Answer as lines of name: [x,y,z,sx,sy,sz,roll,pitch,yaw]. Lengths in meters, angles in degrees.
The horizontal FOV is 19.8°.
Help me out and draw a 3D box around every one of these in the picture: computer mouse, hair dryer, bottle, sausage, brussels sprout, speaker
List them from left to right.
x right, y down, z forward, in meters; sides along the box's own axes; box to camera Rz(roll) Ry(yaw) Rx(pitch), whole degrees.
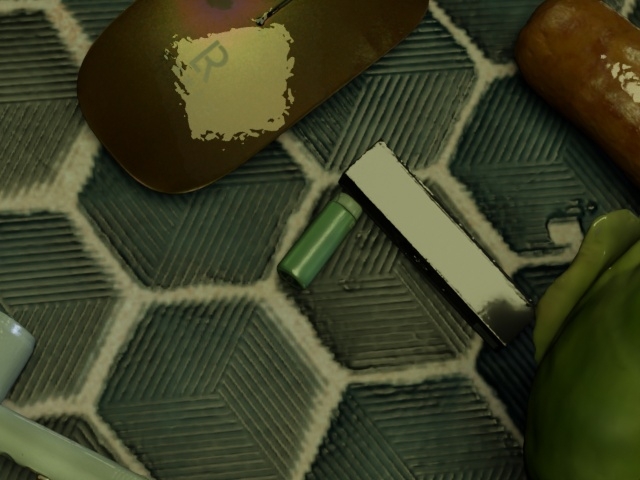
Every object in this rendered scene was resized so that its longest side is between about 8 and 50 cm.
hair dryer: [-0.205,0.143,1.360,0.236,0.073,0.131,24,73,22]
computer mouse: [-0.051,-0.168,1.489,0.310,0.072,0.158,-38,87,-15]
bottle: [0.000,0.000,1.478,0.030,0.030,0.083,38,74,1]
speaker: [0.095,0.005,1.486,0.046,0.040,0.191,-42,86,-12]
sausage: [0.270,-0.095,1.503,0.109,0.109,0.270,-42,83,-14]
brussels sprout: [0.327,0.150,1.344,0.425,0.342,0.361,30,115,-32]
